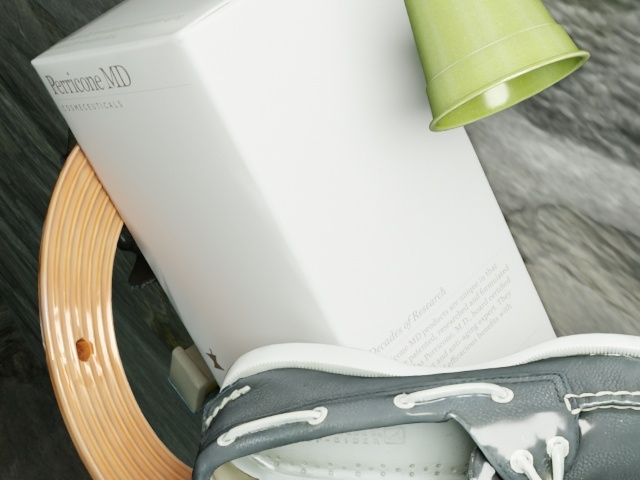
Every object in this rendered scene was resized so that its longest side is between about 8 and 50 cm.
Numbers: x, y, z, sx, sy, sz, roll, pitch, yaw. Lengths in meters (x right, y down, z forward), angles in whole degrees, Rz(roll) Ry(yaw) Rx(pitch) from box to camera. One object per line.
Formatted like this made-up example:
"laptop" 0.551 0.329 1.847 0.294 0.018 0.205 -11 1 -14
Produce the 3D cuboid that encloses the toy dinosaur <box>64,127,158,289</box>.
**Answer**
"toy dinosaur" -0.230 -0.060 1.314 0.313 0.121 0.160 46 146 13

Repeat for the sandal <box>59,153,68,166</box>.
"sandal" -0.211 -0.021 1.453 0.254 0.054 0.097 40 165 13

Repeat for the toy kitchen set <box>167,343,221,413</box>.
"toy kitchen set" -0.006 0.149 1.047 0.207 0.166 0.122 49 160 19

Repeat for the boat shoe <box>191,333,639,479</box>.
"boat shoe" 0.083 0.116 0.637 0.091 0.303 0.114 -69 -29 -59

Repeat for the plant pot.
"plant pot" 0.076 -0.106 0.585 0.079 0.083 0.083 67 162 6

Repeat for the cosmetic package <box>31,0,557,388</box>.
"cosmetic package" 0.000 0.000 0.776 0.197 0.155 0.365 3 127 54

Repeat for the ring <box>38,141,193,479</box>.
"ring" -0.085 0.062 0.868 0.032 0.336 0.336 -15 114 30
